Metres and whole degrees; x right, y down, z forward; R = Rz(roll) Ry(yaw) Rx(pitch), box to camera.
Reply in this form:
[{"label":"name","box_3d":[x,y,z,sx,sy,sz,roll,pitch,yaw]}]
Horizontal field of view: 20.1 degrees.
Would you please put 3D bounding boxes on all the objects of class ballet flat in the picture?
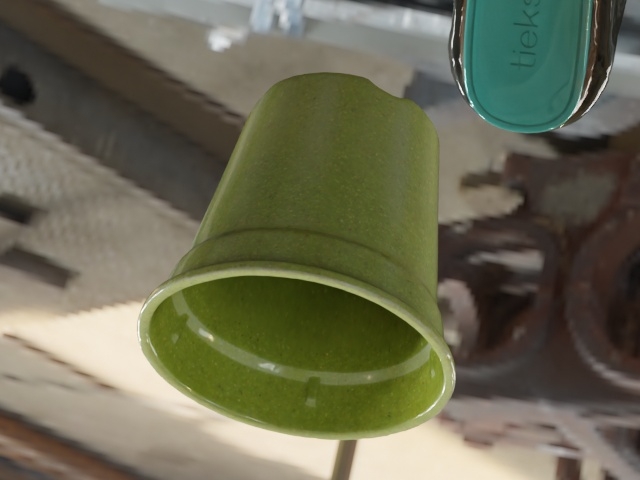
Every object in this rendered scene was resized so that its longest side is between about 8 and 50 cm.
[{"label":"ballet flat","box_3d":[0.102,-0.181,0.760,0.095,0.096,0.280,16,123,11]}]

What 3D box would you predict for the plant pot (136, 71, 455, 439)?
[{"label":"plant pot","box_3d":[0.000,0.000,1.603,0.276,0.254,0.276,9,147,6]}]
